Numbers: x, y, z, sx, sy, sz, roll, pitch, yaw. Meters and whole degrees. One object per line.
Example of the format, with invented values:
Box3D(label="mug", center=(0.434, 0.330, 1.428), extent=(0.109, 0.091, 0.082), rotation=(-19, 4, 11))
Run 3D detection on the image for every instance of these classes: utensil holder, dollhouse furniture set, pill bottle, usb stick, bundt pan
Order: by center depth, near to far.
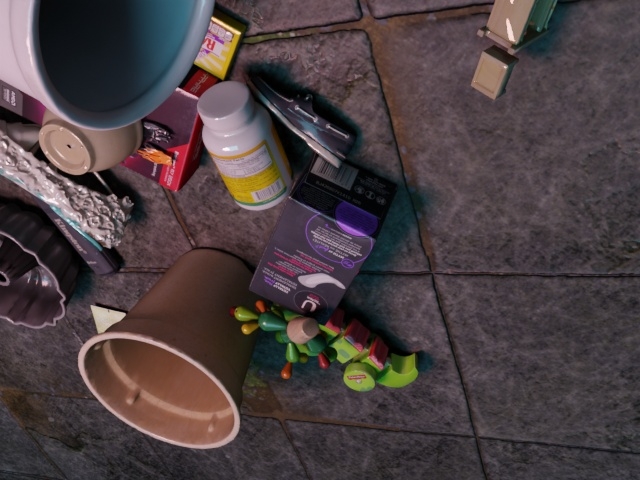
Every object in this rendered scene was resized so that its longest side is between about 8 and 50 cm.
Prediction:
Box3D(label="utensil holder", center=(-0.387, -0.368, 1.011), extent=(0.386, 0.327, 0.327), rotation=(27, 138, 20))
Box3D(label="dollhouse furniture set", center=(0.224, -0.318, 1.022), extent=(0.161, 0.101, 0.181), rotation=(39, 141, 23))
Box3D(label="pill bottle", center=(-0.125, -0.156, 1.261), extent=(0.118, 0.117, 0.208), rotation=(4, 145, 21))
Box3D(label="usb stick", center=(-0.530, -0.032, 1.642), extent=(0.077, 0.045, 0.278), rotation=(-11, 126, 31))
Box3D(label="bundt pan", center=(-0.691, 0.044, 1.730), extent=(0.331, 0.124, 0.330), rotation=(12, 134, 13))

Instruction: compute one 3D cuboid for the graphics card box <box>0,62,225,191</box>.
Box3D(label="graphics card box", center=(-0.369, -0.260, 1.321), extent=(0.371, 0.094, 0.232), rotation=(28, 136, -1))

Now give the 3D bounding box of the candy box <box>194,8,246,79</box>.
Box3D(label="candy box", center=(-0.226, -0.347, 1.221), extent=(0.206, 0.027, 0.105), rotation=(29, 139, -3))

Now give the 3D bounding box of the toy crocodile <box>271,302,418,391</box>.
Box3D(label="toy crocodile", center=(0.048, 0.197, 1.545), extent=(0.341, 0.115, 0.105), rotation=(36, 132, -14))

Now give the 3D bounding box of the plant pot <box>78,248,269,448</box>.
Box3D(label="plant pot", center=(-0.259, 0.192, 1.541), extent=(0.334, 0.305, 0.333), rotation=(13, 135, 13))

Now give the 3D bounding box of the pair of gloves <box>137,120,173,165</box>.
Box3D(label="pair of gloves", center=(-0.284, -0.166, 1.297), extent=(0.074, 0.010, 0.083), rotation=(18, 134, 12))

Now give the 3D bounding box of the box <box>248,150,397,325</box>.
Box3D(label="box", center=(0.000, 0.000, 1.358), extent=(0.165, 0.143, 0.270), rotation=(27, 137, -1))

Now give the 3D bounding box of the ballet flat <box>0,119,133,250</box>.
Box3D(label="ballet flat", center=(-0.542, -0.142, 1.494), extent=(0.409, 0.147, 0.147), rotation=(38, 135, -15))

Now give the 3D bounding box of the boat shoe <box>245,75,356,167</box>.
Box3D(label="boat shoe", center=(-0.030, -0.207, 1.255), extent=(0.206, 0.075, 0.065), rotation=(40, 92, -7))

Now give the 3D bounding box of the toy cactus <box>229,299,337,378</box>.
Box3D(label="toy cactus", center=(-0.058, 0.174, 1.404), extent=(0.219, 0.112, 0.180), rotation=(37, 157, -10))

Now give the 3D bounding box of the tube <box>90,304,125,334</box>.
Box3D(label="tube", center=(-0.510, 0.258, 1.902), extent=(0.070, 0.062, 0.240), rotation=(-16, 131, -20))

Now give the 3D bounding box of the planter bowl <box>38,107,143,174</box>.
Box3D(label="planter bowl", center=(-0.390, -0.177, 1.256), extent=(0.162, 0.109, 0.162), rotation=(15, 134, 16))
